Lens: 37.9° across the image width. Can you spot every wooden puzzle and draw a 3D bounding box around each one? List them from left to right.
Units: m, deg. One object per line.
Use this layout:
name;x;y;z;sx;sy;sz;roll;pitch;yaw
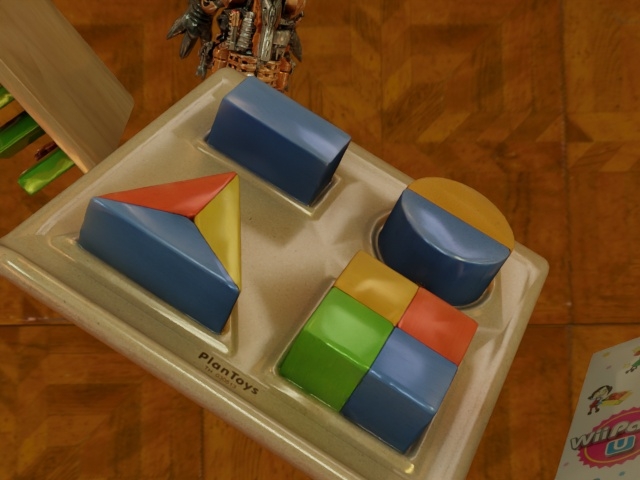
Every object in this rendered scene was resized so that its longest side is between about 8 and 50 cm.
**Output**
wooden puzzle;0.000;0.000;0.656;0.322;0.348;0.080;32;126;5

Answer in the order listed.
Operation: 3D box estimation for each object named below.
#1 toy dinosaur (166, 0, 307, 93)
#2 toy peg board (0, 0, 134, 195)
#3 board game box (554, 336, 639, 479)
toy dinosaur;-0.065;-0.266;1.068;0.164;0.218;0.322;29;85;-14
toy peg board;-0.257;-0.133;0.826;0.079;0.161;0.161;-30;118;16
board game box;0.239;0.215;0.564;0.097;0.303;0.224;-29;100;32
